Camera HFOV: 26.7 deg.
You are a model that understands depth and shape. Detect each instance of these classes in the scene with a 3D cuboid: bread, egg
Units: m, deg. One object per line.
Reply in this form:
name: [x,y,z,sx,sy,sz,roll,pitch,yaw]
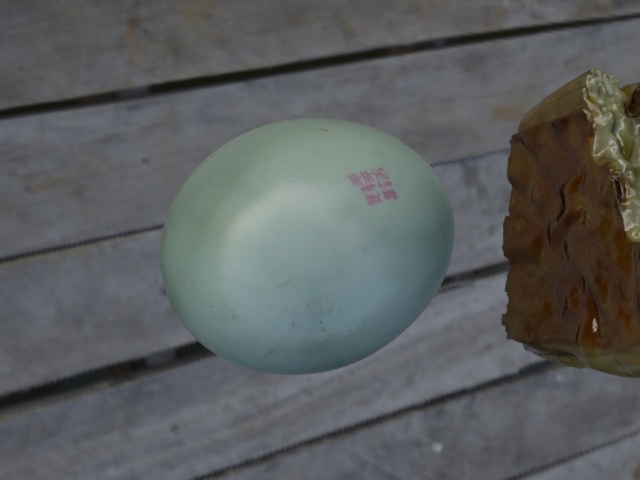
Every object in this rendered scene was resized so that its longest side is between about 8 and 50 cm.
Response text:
bread: [0.340,-0.013,1.344,0.192,0.370,0.314,6,82,-21]
egg: [0.000,0.000,1.243,0.371,0.230,0.230,-20,112,-60]
